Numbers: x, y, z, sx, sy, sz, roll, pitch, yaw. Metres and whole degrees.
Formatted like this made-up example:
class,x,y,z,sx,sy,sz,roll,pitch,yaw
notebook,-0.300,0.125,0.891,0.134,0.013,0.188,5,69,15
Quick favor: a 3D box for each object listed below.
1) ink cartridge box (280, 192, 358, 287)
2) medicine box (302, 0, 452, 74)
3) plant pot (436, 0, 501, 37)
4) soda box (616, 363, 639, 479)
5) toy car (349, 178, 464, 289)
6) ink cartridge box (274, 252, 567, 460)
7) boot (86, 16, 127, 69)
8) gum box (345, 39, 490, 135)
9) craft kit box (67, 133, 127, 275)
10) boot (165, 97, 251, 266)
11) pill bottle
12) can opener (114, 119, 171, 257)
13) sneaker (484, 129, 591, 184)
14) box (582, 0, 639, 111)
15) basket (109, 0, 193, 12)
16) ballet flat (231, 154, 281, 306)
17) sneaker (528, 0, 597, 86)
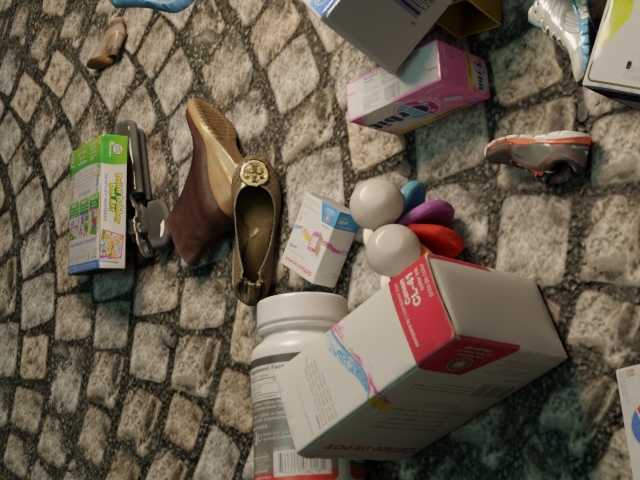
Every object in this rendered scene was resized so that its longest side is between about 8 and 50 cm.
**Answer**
class,x,y,z,sx,sy,sz,roll,pitch,yaw
ink cartridge box,0.000,0.000,1.781,0.088,0.052,0.123,31,105,46
medicine box,0.088,-0.420,1.631,0.263,0.149,0.289,-51,32,12
plant pot,0.205,-0.347,1.622,0.081,0.081,0.083,-9,64,46
soda box,0.395,0.244,1.290,0.074,0.069,0.216,-22,65,42
toy car,0.126,-0.007,1.599,0.136,0.159,0.182,-21,61,5
ink cartridge box,0.124,0.161,1.484,0.306,0.226,0.131,-39,55,34
boot,-0.435,-0.405,2.353,0.118,0.042,0.087,-13,66,44
gum box,0.133,-0.212,1.644,0.188,0.107,0.062,-20,67,43
craft kit box,-0.425,-0.061,2.182,0.250,0.060,0.247,171,97,-64
boot,-0.219,-0.105,2.010,0.207,0.090,0.248,-48,54,26
pill bottle,-0.020,0.228,1.671,0.161,0.161,0.283,-19,67,43
can opener,-0.331,-0.097,2.159,0.093,0.074,0.280,-17,66,7
sneaker,0.279,-0.105,1.503,0.158,0.061,0.065,-4,85,47
box,0.412,-0.201,1.209,0.087,0.290,0.169,21,97,47
basket,-0.227,-0.513,2.007,0.254,0.201,0.289,20,65,48
ballet flat,-0.109,-0.018,1.873,0.058,0.084,0.250,101,173,-85
sneaker,0.312,-0.276,1.482,0.082,0.071,0.191,-13,62,20
